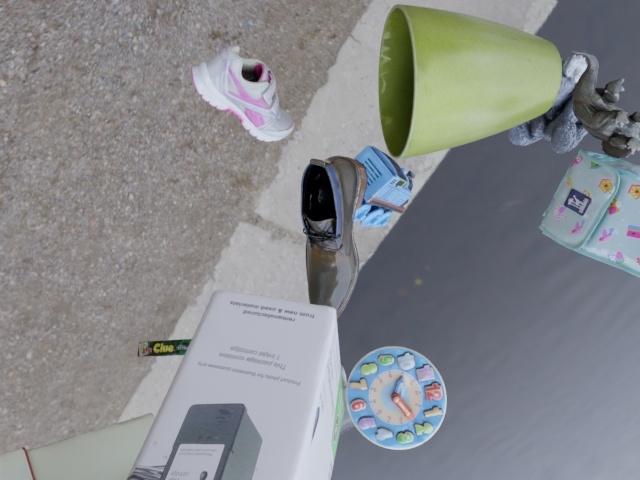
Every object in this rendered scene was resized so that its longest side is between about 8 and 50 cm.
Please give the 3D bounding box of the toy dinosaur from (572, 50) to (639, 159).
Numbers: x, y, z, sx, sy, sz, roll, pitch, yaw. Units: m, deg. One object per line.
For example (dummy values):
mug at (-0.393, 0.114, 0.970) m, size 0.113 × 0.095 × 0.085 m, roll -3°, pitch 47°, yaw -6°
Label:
toy dinosaur at (0.602, -0.263, 1.012) m, size 0.313 × 0.160 × 0.121 m, roll 32°, pitch 94°, yaw -12°

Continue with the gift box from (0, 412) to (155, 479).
gift box at (-0.341, 0.385, 0.598) m, size 0.255 × 0.276 × 0.258 m, roll -50°, pitch 155°, yaw 21°

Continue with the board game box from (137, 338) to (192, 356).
board game box at (-0.194, 0.196, 0.881) m, size 0.136 × 0.030 × 0.259 m, roll -9°, pitch 166°, yaw 17°

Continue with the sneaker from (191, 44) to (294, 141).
sneaker at (-0.126, -0.286, 0.948) m, size 0.111 × 0.103 × 0.252 m, roll -31°, pitch 149°, yaw 25°

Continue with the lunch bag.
lunch bag at (0.673, -0.068, 1.104) m, size 0.160 × 0.262 × 0.224 m, roll -29°, pitch 140°, yaw -52°

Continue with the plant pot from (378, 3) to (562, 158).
plant pot at (0.282, -0.300, 0.908) m, size 0.293 × 0.275 × 0.275 m, roll -4°, pitch 124°, yaw -4°

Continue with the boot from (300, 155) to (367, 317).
boot at (0.000, 0.000, 0.598) m, size 0.106 × 0.082 × 0.219 m, roll -3°, pitch 101°, yaw -65°

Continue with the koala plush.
koala plush at (0.603, -0.379, 1.242) m, size 0.203 × 0.196 × 0.221 m, roll -39°, pitch 123°, yaw -14°

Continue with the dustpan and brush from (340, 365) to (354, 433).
dustpan and brush at (0.081, 0.493, 1.527) m, size 0.147 × 0.211 × 0.060 m, roll -41°, pitch 141°, yaw 26°

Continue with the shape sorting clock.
shape sorting clock at (0.154, 0.322, 0.982) m, size 0.206 × 0.206 × 0.040 m, roll -29°, pitch 171°, yaw 1°

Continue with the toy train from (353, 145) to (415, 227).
toy train at (0.087, -0.076, 0.732) m, size 0.105 × 0.080 × 0.184 m, roll -40°, pitch 160°, yaw 20°

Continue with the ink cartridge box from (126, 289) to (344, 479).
ink cartridge box at (-0.063, 0.210, 0.377) m, size 0.114 × 0.273 × 0.198 m, roll 7°, pitch 138°, yaw 12°
